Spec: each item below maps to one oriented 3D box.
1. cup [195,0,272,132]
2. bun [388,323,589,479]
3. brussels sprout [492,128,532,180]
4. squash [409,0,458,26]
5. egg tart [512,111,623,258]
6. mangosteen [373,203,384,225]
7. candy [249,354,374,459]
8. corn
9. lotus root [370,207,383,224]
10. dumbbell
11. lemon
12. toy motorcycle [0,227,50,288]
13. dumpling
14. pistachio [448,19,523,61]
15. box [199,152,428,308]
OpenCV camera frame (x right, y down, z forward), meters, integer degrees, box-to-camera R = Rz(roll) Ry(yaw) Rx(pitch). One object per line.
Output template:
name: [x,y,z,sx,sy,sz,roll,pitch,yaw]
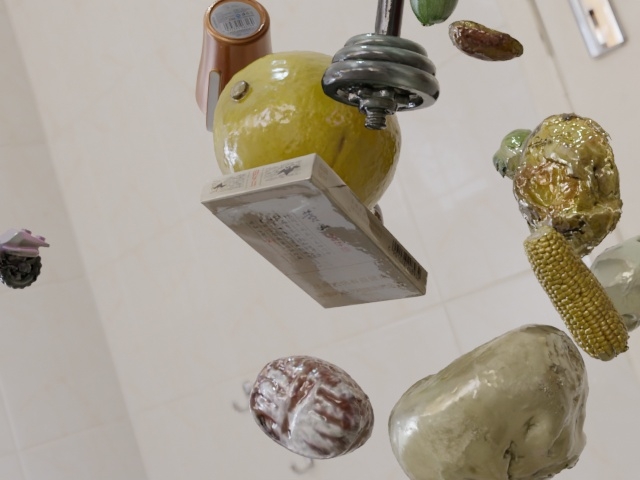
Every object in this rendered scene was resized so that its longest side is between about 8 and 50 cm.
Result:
cup: [-0.181,-0.352,1.862,0.182,0.226,0.264,19,-30,6]
bun: [0.267,0.280,1.396,0.326,0.234,0.362,-20,-23,-17]
brussels sprout: [0.498,-0.224,2.315,0.181,0.101,0.139,-25,-42,-66]
squash: [0.151,-0.364,1.105,0.068,0.077,0.219,7,-44,-2]
egg tart: [0.452,-0.103,1.728,0.132,0.297,0.297,-5,-13,-25]
mangosteen: [0.035,-0.032,2.430,0.261,0.235,0.235,-25,-2,-41]
candy: [-0.024,0.377,2.049,0.290,0.214,0.157,22,2,23]
corn: [0.436,0.092,1.540,0.091,0.260,0.091,-41,13,-32]
lotus root: [0.109,-0.002,2.254,0.095,0.159,0.135,22,-32,-39]
dumbbell: [0.108,-0.365,1.348,0.179,0.406,0.179,8,-5,1]
lemon: [-0.026,-0.179,1.627,0.348,0.347,0.348,-18,-8,-3]
toy motorcycle: [-0.700,-0.024,1.873,0.143,0.188,0.327,14,-12,42]
dumpling: [0.620,0.095,1.789,0.258,0.193,0.147,-44,30,-14]
pistachio: [0.355,-0.424,1.974,0.173,0.049,0.089,22,-22,10]
box: [0.000,-0.001,1.424,0.205,0.051,0.365,-10,-34,31]
